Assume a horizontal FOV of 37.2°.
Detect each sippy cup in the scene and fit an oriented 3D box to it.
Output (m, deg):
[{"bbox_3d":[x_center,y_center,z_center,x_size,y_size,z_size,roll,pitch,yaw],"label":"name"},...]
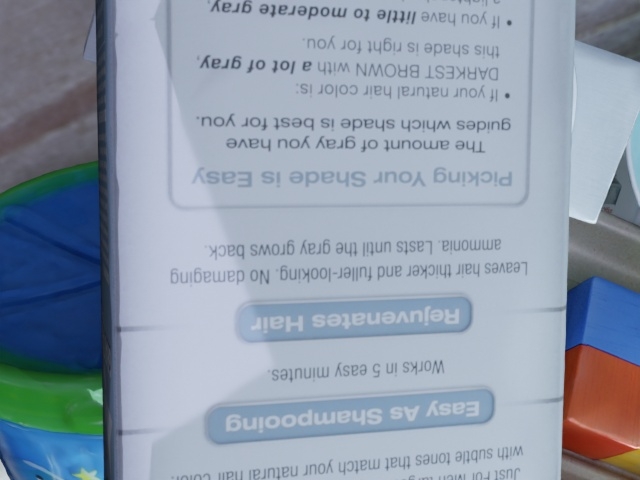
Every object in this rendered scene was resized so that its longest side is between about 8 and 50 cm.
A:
[{"bbox_3d":[-0.109,0.096,0.605,0.240,0.305,0.224,-16,127,-21],"label":"sippy cup"}]

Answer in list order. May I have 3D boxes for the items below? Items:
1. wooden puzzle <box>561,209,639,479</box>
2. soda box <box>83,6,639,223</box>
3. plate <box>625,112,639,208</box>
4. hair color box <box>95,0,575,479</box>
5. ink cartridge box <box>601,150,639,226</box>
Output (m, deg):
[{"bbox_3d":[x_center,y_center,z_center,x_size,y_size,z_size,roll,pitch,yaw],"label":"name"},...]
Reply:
[{"bbox_3d":[0.230,0.173,0.554,0.322,0.080,0.348,22,69,-9],"label":"wooden puzzle"},{"bbox_3d":[0.025,-0.099,0.525,0.286,0.098,0.091,17,101,-8],"label":"soda box"},{"bbox_3d":[0.279,-0.060,0.606,0.188,0.024,0.188,0,89,-8],"label":"plate"},{"bbox_3d":[0.000,0.000,0.409,0.185,0.113,0.374,-1,95,-16],"label":"hair color box"},{"bbox_3d":[0.268,0.025,0.684,0.158,0.092,0.218,16,102,-7],"label":"ink cartridge box"}]
